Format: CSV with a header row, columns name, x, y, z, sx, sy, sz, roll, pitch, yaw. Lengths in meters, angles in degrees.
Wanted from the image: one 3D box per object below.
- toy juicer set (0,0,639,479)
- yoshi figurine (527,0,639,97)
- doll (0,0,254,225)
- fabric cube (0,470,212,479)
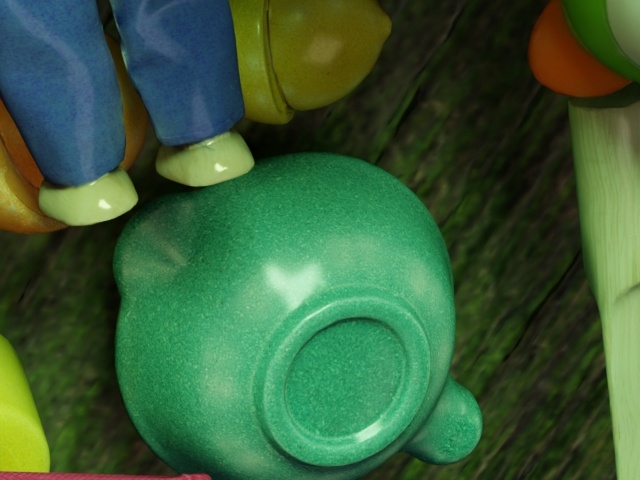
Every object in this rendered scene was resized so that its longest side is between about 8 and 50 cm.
name,x,y,z,sx,sy,sz,roll,pitch,yaw
toy juicer set,0.000,0.000,0.697,0.329,0.089,0.209,2,109,-26
yoshi figurine,0.210,-0.098,0.598,0.362,0.203,0.203,28,84,-4
doll,-0.078,-0.100,0.547,0.129,0.046,0.189,-18,111,-11
fabric cube,-0.183,0.216,0.544,0.258,0.254,0.259,7,153,-37
